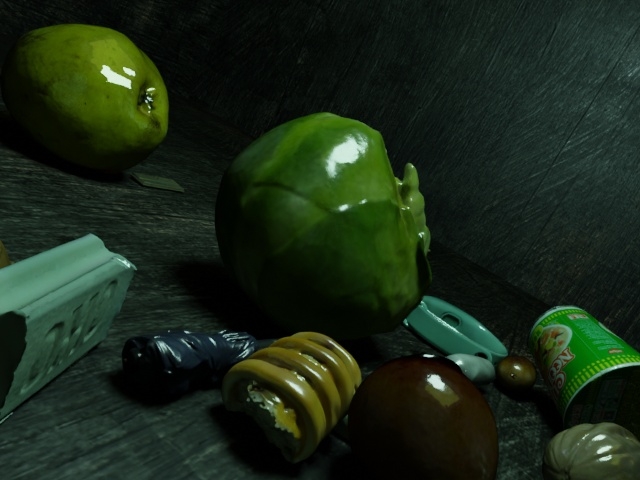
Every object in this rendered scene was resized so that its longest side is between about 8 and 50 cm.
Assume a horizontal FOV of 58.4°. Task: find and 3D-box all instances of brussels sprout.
[{"bbox_3d":[0.000,0.000,0.904,0.275,0.315,0.371,4,-47,48],"label":"brussels sprout"}]

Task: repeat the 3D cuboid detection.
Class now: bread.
[{"bbox_3d":[-0.026,0.157,0.622,0.119,0.084,0.177,27,23,21],"label":"bread"}]

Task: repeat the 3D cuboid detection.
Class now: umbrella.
[{"bbox_3d":[-0.112,0.135,0.650,0.071,0.071,0.248,35,10,31],"label":"umbrella"}]

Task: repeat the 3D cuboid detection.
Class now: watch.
[{"bbox_3d":[0.283,0.196,1.227,0.237,0.068,0.195,30,14,-3],"label":"watch"}]

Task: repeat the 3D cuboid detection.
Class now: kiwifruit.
[{"bbox_3d":[0.389,0.265,1.137,0.075,0.075,0.124,33,7,25],"label":"kiwifruit"}]

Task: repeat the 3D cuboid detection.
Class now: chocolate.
[{"bbox_3d":[0.102,0.210,0.583,0.176,0.177,0.177,26,12,-6],"label":"chocolate"}]

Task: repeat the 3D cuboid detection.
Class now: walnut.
[{"bbox_3d":[0.374,0.313,0.763,0.162,0.140,0.140,32,9,-26],"label":"walnut"}]

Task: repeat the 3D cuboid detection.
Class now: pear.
[{"bbox_3d":[-0.481,-0.288,1.140,0.375,0.288,0.287,16,8,19],"label":"pear"}]

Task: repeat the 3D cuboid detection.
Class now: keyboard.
[{"bbox_3d":[-0.367,-0.129,1.295,0.049,0.015,0.129,39,15,24],"label":"keyboard"}]

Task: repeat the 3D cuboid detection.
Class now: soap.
[{"bbox_3d":[-0.239,0.070,0.497,0.063,0.115,0.198,28,13,-1],"label":"soap"}]

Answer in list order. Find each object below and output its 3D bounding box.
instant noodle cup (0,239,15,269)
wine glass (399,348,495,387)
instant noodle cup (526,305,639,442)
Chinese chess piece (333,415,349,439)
[{"bbox_3d":[-0.393,-0.001,0.517,0.274,0.091,0.274,25,12,-6],"label":"instant noodle cup"},{"bbox_3d":[0.225,0.224,0.976,0.262,0.074,0.074,15,17,-48],"label":"wine glass"},{"bbox_3d":[0.508,0.246,1.082,0.207,0.207,0.233,24,20,-15],"label":"instant noodle cup"},{"bbox_3d":[0.041,0.210,0.700,0.084,0.034,0.084,26,13,-6],"label":"Chinese chess piece"}]
